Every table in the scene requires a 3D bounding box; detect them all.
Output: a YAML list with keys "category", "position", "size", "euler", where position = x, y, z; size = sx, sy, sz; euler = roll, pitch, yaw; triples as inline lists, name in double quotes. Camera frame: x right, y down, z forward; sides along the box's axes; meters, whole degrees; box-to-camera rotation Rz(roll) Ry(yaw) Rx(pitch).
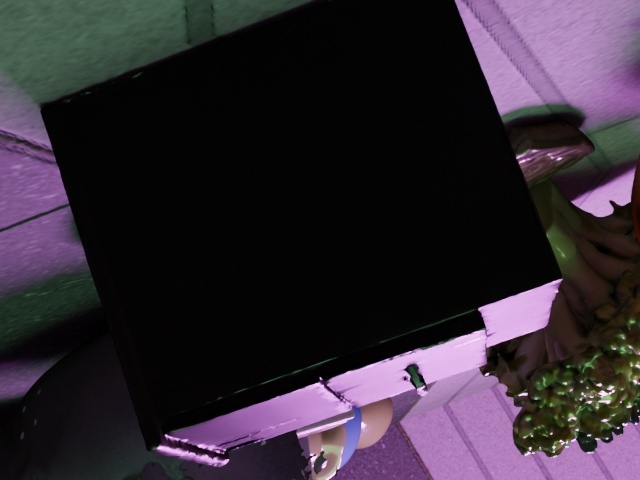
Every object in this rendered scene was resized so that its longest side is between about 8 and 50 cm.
- category: "table"
  position: [0.000, 0.000, 0.731]
  size: [0.193, 0.172, 0.169]
  euler: [-20, 168, 2]

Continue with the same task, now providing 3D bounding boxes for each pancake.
- category: "pancake"
  position: [0.086, -0.030, 1.101]
  size: [0.235, 0.029, 0.212]
  euler: [-18, 169, -11]

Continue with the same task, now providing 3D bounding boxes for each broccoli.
- category: "broccoli"
  position: [0.194, 0.045, 1.289]
  size: [0.263, 0.247, 0.243]
  euler: [-56, 140, -17]

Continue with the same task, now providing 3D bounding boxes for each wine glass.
- category: "wine glass"
  position: [-0.177, 0.163, 1.170]
  size: [0.357, 0.190, 0.190]
  euler: [-18, 169, 4]

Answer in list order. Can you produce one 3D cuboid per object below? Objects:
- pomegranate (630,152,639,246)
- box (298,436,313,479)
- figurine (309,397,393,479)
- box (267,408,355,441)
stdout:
- category: "pomegranate"
  position: [0.309, -0.046, 1.023]
  size: [0.215, 0.215, 0.215]
  euler: [-19, 169, -4]
- category: "box"
  position: [-0.065, 0.213, 1.381]
  size: [0.079, 0.269, 0.135]
  euler: [1, 162, -21]
- category: "figurine"
  position: [-0.010, 0.228, 1.839]
  size: [0.180, 0.154, 0.262]
  euler: [-34, 162, 12]
- category: "box"
  position: [-0.034, 0.109, 1.301]
  size: [0.089, 0.125, 0.043]
  euler: [-10, 166, -36]
